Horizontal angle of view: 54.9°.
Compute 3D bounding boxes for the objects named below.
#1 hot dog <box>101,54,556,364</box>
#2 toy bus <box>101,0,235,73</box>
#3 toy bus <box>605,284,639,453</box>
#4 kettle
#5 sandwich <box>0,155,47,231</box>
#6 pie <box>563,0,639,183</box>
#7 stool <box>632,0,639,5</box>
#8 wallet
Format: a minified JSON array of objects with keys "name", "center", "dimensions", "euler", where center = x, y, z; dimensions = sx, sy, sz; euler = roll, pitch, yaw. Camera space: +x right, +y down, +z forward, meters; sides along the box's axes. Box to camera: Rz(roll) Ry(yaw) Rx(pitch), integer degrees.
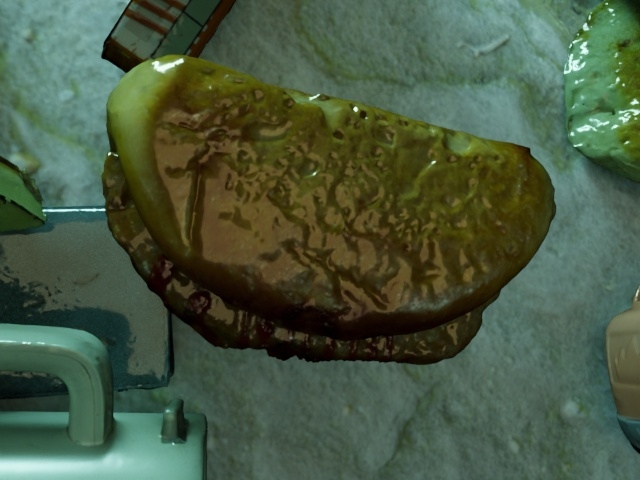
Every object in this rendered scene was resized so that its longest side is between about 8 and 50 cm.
[{"name":"hot dog","center":[0.001,-0.001,0.557],"dimensions":[0.405,0.185,0.223],"euler":[13,83,-13]},{"name":"toy bus","center":[-0.082,-0.338,0.633],"dimensions":[0.092,0.093,0.408],"euler":[34,80,-19]},{"name":"toy bus","center":[0.473,0.134,0.716],"dimensions":[0.288,0.194,0.232],"euler":[-15,79,-14]},{"name":"kettle","center":[-0.253,0.218,0.485],"dimensions":[0.318,0.265,0.205],"euler":[6,43,-11]},{"name":"sandwich","center":[-0.389,-0.048,0.485],"dimensions":[0.212,0.245,0.063],"euler":[-21,60,13]},{"name":"pie","center":[0.432,-0.196,0.766],"dimensions":[0.257,0.105,0.274],"euler":[27,78,3]},{"name":"stool","center":[0.445,-0.464,0.683],"dimensions":[0.310,0.226,0.310],"euler":[-28,79,-14]},{"name":"wallet","center":[-0.331,0.059,0.571],"dimensions":[0.379,0.046,0.190],"euler":[-1,89,-16]}]
